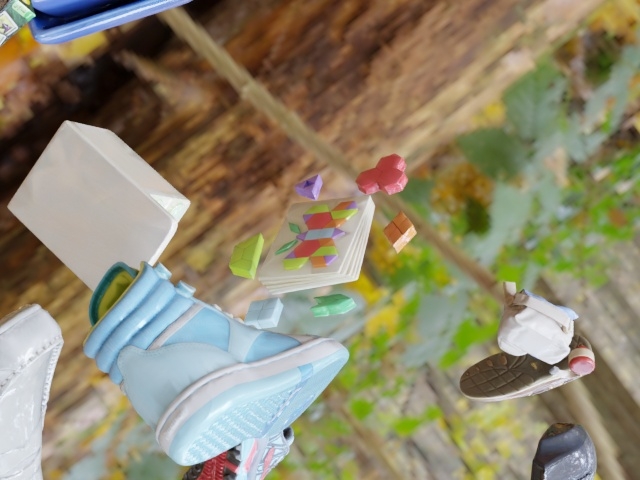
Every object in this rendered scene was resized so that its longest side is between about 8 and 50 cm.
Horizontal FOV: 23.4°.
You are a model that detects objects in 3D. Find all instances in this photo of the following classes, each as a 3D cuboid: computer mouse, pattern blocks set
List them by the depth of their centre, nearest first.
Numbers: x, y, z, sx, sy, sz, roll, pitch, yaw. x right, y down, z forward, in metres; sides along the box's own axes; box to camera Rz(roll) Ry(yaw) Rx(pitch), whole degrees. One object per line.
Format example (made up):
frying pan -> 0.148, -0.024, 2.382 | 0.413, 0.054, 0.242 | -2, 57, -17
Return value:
computer mouse -> 0.188, 0.221, 1.299 | 0.041, 0.071, 0.242 | 8, -156, 25
pattern blocks set -> 0.000, 0.000, 2.234 | 0.285, 0.026, 0.325 | -16, -144, 15

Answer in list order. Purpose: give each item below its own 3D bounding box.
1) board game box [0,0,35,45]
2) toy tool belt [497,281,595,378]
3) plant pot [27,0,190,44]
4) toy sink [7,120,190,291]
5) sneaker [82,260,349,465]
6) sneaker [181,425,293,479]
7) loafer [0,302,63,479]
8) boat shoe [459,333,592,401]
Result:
board game box -> -0.346, -0.148, 1.289 | 0.260, 0.030, 0.136 | -39, -141, 14
toy tool belt -> 0.172, 0.064, 1.163 | 0.052, 0.083, 0.051 | -47, -155, 41
plant pot -> -0.257, -0.367, 1.706 | 0.236, 0.236, 0.212 | -19, 141, -4
toy sink -> -0.284, -0.031, 2.129 | 0.152, 0.234, 0.131 | -55, 157, 12
sneaker -> -0.107, 0.095, 1.524 | 0.127, 0.208, 0.319 | -51, 163, 17
sneaker -> -0.080, 0.260, 1.802 | 0.125, 0.104, 0.262 | -21, 141, -34
loafer -> -0.262, 0.166, 1.237 | 0.112, 0.111, 0.319 | -37, 166, -41
boat shoe -> 0.272, 0.178, 2.017 | 0.178, 0.064, 0.060 | -17, 142, 8
